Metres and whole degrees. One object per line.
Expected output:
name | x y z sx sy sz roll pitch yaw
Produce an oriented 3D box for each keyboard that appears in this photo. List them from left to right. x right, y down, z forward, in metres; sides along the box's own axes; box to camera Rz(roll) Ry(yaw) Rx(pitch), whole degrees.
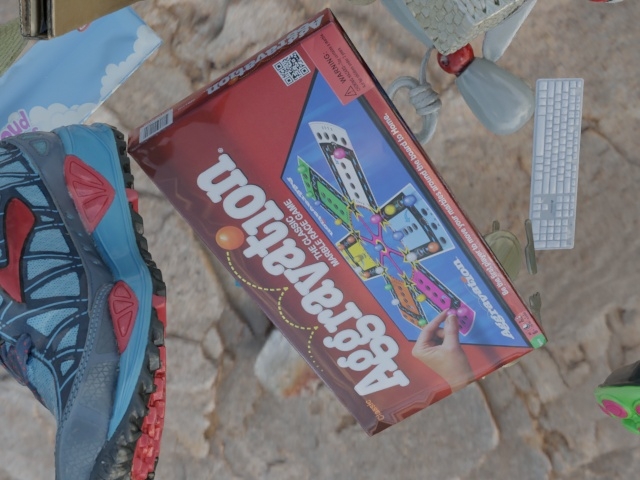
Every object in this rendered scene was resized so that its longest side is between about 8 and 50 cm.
keyboard | 0.346 -0.111 1.670 0.072 0.014 0.256 -4 105 -15

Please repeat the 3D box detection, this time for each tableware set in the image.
tableware set | 0.233 0.076 1.511 0.128 0.039 0.194 -22 112 -31

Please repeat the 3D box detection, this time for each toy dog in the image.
toy dog | 0.158 -0.295 1.408 0.220 0.161 0.334 -6 115 47

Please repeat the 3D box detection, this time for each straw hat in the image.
straw hat | -0.303 -0.154 0.925 0.144 0.144 0.061 -38 119 15

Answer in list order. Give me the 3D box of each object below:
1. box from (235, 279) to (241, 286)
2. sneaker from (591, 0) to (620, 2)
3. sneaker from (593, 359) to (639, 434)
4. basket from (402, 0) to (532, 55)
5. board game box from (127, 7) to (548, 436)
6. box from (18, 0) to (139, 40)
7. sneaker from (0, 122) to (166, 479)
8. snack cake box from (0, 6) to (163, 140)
box | 0.000 0.000 1.460 0.060 0.244 0.100 6 99 46
sneaker | 0.281 -0.326 1.107 0.118 0.279 0.107 -13 70 -7
sneaker | 0.540 0.153 1.492 0.185 0.202 0.483 36 149 -4
basket | 0.161 -0.280 1.233 0.103 0.167 0.113 -36 91 -6
board game box | 0.020 0.003 0.723 0.145 0.027 0.281 -30 121 14
box | -0.126 -0.214 0.654 0.021 0.201 0.164 6 111 9
sneaker | -0.147 0.037 0.568 0.125 0.262 0.104 -4 126 -16
snack cake box | -0.295 -0.131 1.154 0.089 0.152 0.264 46 68 -15
